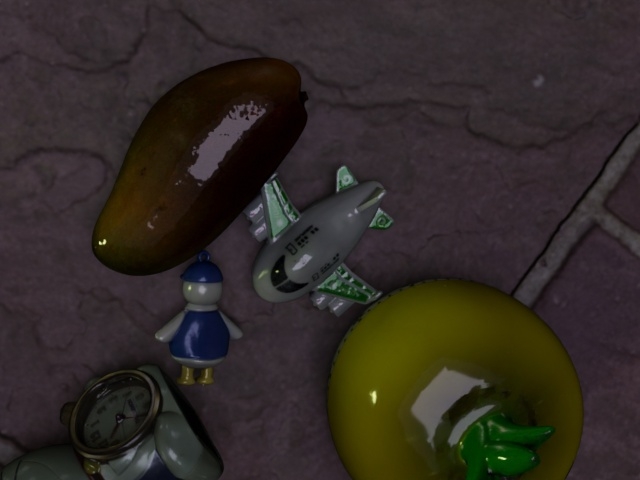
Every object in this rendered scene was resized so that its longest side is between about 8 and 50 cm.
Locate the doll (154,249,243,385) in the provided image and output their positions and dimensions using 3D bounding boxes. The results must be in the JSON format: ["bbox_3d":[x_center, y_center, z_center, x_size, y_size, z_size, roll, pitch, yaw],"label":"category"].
[{"bbox_3d":[-0.125,0.081,0.925,0.098,0.057,0.143,-1,97,-31],"label":"doll"}]

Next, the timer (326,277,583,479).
[{"bbox_3d":[0.144,0.177,0.876,0.285,0.285,0.285,-1,98,-10],"label":"timer"}]

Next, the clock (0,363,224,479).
[{"bbox_3d":[-0.222,0.252,0.880,0.243,0.199,0.146,-37,140,-6],"label":"clock"}]

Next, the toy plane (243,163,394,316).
[{"bbox_3d":[-0.001,0.000,0.925,0.174,0.080,0.174,-1,99,-8],"label":"toy plane"}]

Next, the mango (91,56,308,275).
[{"bbox_3d":[-0.123,-0.077,0.876,0.133,0.111,0.267,42,92,-14],"label":"mango"}]
